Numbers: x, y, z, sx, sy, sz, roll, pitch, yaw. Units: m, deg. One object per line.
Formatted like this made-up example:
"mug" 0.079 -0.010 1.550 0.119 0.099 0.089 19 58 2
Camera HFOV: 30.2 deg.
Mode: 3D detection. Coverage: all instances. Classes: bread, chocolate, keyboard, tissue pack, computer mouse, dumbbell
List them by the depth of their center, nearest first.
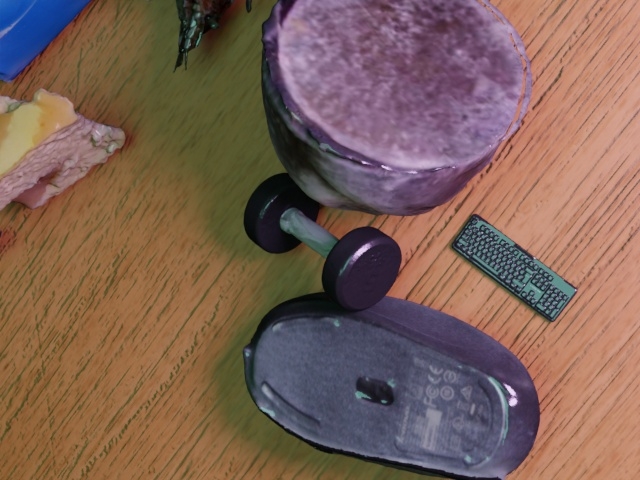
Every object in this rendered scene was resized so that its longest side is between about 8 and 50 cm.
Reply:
"chocolate" 0.069 -0.147 1.362 0.303 0.213 0.303 5 58 -8
"dumbbell" 0.000 0.000 1.410 0.191 0.100 0.100 35 101 41
"computer mouse" 0.086 0.176 1.411 0.373 0.114 0.203 16 98 27
"keyboard" 0.230 0.032 1.416 0.155 0.010 0.053 37 100 15
"tissue pack" -0.394 -0.346 1.521 0.263 0.198 0.146 -42 77 13
"bread" -0.411 -0.152 1.542 0.224 0.183 0.211 -40 73 12

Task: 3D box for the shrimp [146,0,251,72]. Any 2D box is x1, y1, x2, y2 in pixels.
"shrimp" -0.126 -0.417 1.465 0.221 0.166 0.411 20 82 50
